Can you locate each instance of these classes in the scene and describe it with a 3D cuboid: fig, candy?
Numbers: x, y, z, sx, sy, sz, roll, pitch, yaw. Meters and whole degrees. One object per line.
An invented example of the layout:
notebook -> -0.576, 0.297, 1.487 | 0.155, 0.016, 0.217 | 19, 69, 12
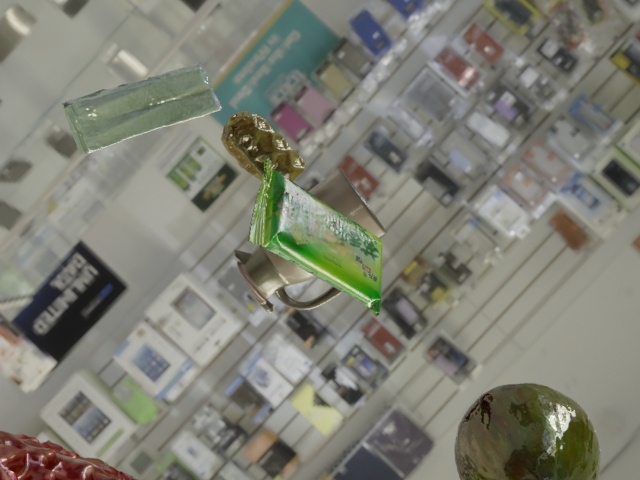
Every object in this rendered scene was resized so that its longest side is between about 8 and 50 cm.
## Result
fig -> 0.200, 0.229, 0.897 | 0.149, 0.149, 0.245 | -48, -161, 10
candy -> 0.001, 0.000, 1.025 | 0.032, 0.178, 0.102 | -33, -141, 34

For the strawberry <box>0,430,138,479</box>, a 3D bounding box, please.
strawberry -> -0.187, 0.170, 0.627 | 0.306, 0.233, 0.137 | -1, 110, -30

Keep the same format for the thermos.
thermos -> -0.011, 0.016, 1.331 | 0.193, 0.137, 0.105 | -37, -164, 3

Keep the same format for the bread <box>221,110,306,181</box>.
bread -> -0.077, -0.114, 1.277 | 0.066, 0.110, 0.060 | -27, -153, 43

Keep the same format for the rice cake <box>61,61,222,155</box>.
rice cake -> -0.262, -0.197, 1.503 | 0.226, 0.085, 0.040 | -20, -159, -14
